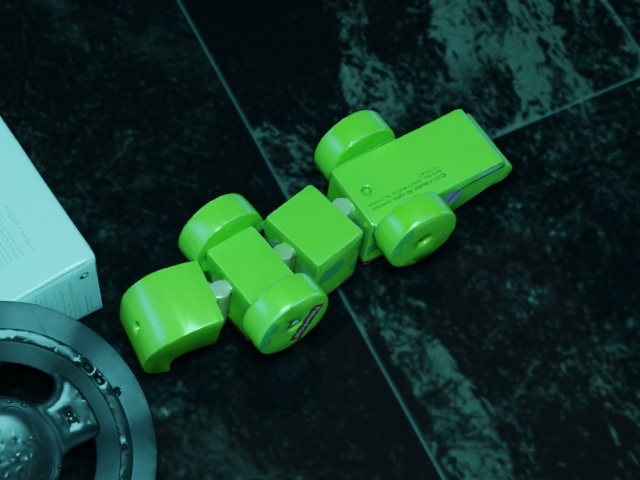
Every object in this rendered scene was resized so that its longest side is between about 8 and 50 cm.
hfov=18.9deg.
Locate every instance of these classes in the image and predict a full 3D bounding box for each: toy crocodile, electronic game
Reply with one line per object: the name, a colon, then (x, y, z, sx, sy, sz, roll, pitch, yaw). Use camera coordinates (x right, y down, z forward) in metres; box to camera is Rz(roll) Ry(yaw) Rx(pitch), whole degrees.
toy crocodile: (0.000, 0.000, 1.495, 0.340, 0.105, 0.115, -32, 66, -22)
electronic game: (-0.231, 0.158, 1.386, 0.229, 0.048, 0.229, 1, 85, -16)

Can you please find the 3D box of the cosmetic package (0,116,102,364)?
cosmetic package: (-0.388, -0.037, 1.499, 0.284, 0.097, 0.377, -29, 67, -17)
